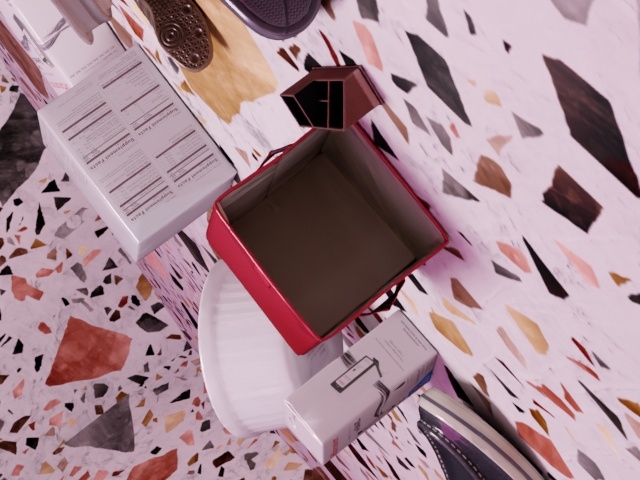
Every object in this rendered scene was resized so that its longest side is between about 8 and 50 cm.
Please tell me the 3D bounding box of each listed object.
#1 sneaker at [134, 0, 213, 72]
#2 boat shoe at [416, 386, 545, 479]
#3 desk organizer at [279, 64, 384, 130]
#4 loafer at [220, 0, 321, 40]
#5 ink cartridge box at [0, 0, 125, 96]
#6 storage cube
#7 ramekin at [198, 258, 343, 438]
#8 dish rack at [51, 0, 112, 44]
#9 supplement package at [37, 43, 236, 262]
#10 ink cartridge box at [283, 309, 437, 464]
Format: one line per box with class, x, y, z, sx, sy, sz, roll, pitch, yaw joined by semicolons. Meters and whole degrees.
sneaker;-0.192;-0.293;1.564;0.188;0.066;0.071;56;-176;6
boat shoe;0.252;0.414;1.679;0.500;0.156;0.187;59;167;-23
desk organizer;0.009;-0.145;1.256;0.047;0.050;0.130;56;166;-18
loafer;-0.120;-0.309;1.159;0.302;0.109;0.095;51;171;-7
ink cartridge box;-0.457;-0.380;2.081;0.273;0.115;0.198;57;166;-19
storage cube;0.000;0.000;1.377;0.215;0.184;0.193;52;167;3
ramekin;-0.065;0.153;1.845;0.277;0.135;0.277;-9;-90;-71
dish rack;-0.350;-0.425;1.482;0.333;0.072;0.285;56;-171;-44
supplement package;-0.300;-0.137;2.003;0.262;0.198;0.199;52;166;2
ink cartridge box;0.054;0.206;1.689;0.086;0.203;0.148;48;167;17
